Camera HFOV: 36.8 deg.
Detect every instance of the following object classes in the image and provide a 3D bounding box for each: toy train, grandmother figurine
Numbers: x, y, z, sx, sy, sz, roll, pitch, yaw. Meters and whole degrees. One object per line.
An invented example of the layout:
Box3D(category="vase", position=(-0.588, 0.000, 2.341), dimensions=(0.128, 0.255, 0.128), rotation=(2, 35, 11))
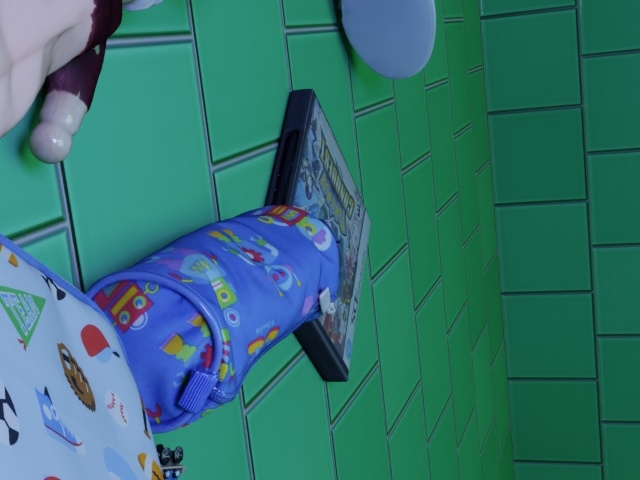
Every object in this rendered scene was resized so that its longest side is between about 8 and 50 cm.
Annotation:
Box3D(category="toy train", position=(-0.145, 0.177, 0.733), dimensions=(0.158, 0.027, 0.036), rotation=(25, 68, -69))
Box3D(category="grandmother figurine", position=(-0.174, -0.156, 0.602), dimensions=(0.342, 0.104, 0.208), rotation=(-65, 175, -58))

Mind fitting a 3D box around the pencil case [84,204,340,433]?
Box3D(category="pencil case", position=(-0.076, 0.052, 0.798), dimensions=(0.119, 0.133, 0.306), rotation=(-63, 169, 20))

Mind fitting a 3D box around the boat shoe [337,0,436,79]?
Box3D(category="boat shoe", position=(0.069, -0.406, 1.306), dimensions=(0.156, 0.135, 0.367), rotation=(-75, 145, -49))

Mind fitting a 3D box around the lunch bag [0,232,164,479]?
Box3D(category="lunch bag", position=(-0.167, 0.094, 0.452), dimensions=(0.303, 0.114, 0.243), rotation=(63, 2, -64))

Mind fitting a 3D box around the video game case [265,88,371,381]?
Box3D(category="video game case", position=(0.000, 0.000, 1.169), dimensions=(0.275, 0.035, 0.248), rotation=(63, 31, -51))
